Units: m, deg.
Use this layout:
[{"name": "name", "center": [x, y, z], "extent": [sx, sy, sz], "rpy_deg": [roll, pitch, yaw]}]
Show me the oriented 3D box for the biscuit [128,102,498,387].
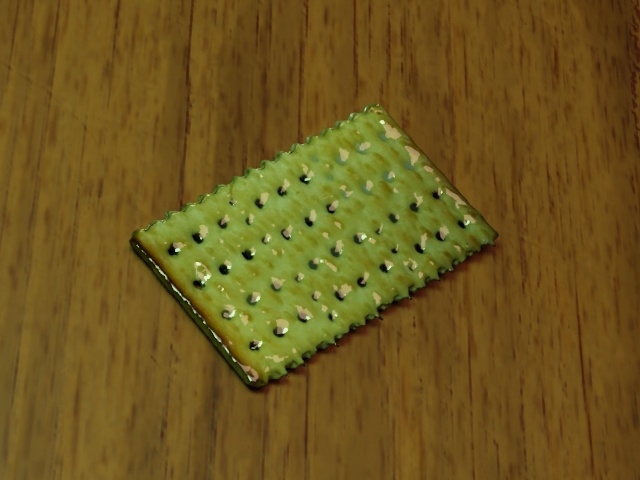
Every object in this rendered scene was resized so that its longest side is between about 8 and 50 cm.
[{"name": "biscuit", "center": [0.000, 0.000, 1.202], "extent": [0.231, 0.016, 0.139], "rpy_deg": [-31, 74, -36]}]
